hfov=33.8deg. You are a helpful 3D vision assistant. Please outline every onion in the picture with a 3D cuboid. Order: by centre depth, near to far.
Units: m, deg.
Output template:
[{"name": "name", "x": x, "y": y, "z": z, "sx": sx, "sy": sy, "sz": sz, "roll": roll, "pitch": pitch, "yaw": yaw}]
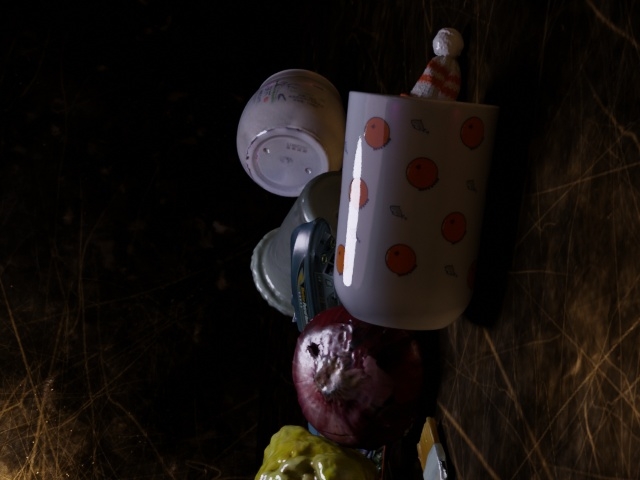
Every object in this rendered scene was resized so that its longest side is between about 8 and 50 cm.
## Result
[{"name": "onion", "x": 0.077, "y": 0.218, "z": 1.755, "sx": 0.252, "sy": 0.219, "sz": 0.252, "roll": 7, "pitch": 100, "yaw": 43}]

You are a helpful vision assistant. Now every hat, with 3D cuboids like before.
[{"name": "hat", "x": 0.191, "y": -0.258, "z": 1.685, "sx": 0.162, "sy": 0.093, "sz": 0.112, "roll": -65, "pitch": 22, "yaw": 6}]

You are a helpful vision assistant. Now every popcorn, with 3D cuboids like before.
[{"name": "popcorn", "x": 0.021, "y": 0.486, "z": 1.758, "sx": 0.292, "sy": 0.293, "sz": 0.334, "roll": -15, "pitch": 107, "yaw": 46}]

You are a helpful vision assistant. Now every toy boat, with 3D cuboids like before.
[{"name": "toy boat", "x": 0.001, "y": 0.066, "z": 2.024, "sx": 0.296, "sy": 0.122, "sz": 0.114, "roll": 87, "pitch": -156, "yaw": -47}]

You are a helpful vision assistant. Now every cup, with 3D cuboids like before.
[{"name": "cup", "x": 0.130, "y": -0.043, "z": 1.489, "sx": 0.212, "sy": 0.212, "sz": 0.318, "roll": -136, "pitch": 51, "yaw": -78}]

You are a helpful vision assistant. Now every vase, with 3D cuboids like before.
[{"name": "vase", "x": 0.000, "y": 0.000, "z": 2.195, "sx": 0.291, "sy": 0.245, "sz": 0.245, "roll": 118, "pitch": 156, "yaw": -55}]

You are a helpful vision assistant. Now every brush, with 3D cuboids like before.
[{"name": "brush", "x": 0.181, "y": 0.394, "z": 1.498, "sx": 0.337, "sy": 0.020, "sz": 0.085, "roll": -99, "pitch": 18, "yaw": -53}]

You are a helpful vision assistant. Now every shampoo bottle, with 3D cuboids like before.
[{"name": "shampoo bottle", "x": -0.065, "y": -0.265, "z": 2.585, "sx": 0.266, "sy": 0.272, "sz": 0.273, "roll": -83, "pitch": 5, "yaw": -49}]

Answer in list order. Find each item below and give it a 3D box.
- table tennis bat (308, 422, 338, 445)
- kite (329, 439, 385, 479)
[{"name": "table tennis bat", "x": 0.009, "y": 0.507, "z": 2.405, "sx": 0.329, "sy": 0.044, "sz": 0.215, "roll": -109, "pitch": 25, "yaw": -64}, {"name": "kite", "x": 0.063, "y": 0.339, "z": 1.900, "sx": 0.189, "sy": 0.232, "sz": 0.009, "roll": -39, "pitch": 1, "yaw": 32}]
